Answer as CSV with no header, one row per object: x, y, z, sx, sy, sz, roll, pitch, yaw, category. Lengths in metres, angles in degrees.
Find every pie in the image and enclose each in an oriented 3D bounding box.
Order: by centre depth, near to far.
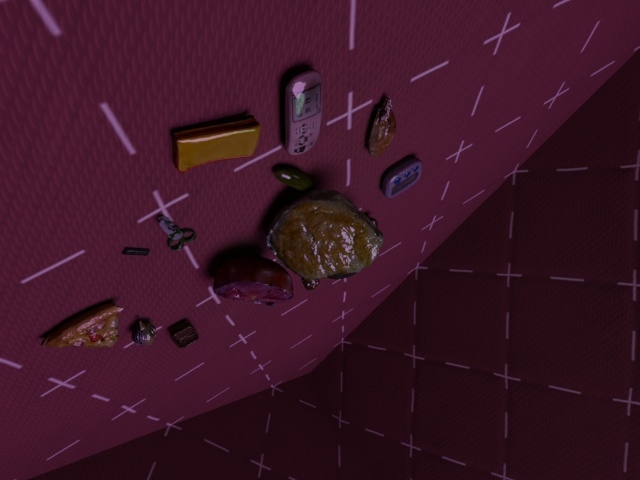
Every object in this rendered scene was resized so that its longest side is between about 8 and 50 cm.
0.010,-0.018,1.778,0.418,0.395,0.180,-28,-155,30,pie

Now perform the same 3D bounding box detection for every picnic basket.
-0.626,0.428,2.094,0.110,0.055,0.193,-29,154,-18,picnic basket

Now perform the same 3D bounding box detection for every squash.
-0.080,-0.218,1.658,0.069,0.069,0.258,-44,155,15,squash

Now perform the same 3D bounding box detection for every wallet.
-0.296,-0.274,1.290,0.241,0.067,0.141,-18,155,-26,wallet

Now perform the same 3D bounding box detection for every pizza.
-0.807,0.337,1.671,0.279,0.075,0.288,-32,155,-7,pizza

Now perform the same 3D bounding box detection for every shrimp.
0.240,-0.430,1.723,0.154,0.062,0.294,-42,161,-19,shrimp

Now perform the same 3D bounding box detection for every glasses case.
-0.057,-0.380,1.389,0.122,0.075,0.314,-30,155,-21,glasses case

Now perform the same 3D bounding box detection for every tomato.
-0.256,0.143,1.853,0.334,0.176,0.289,10,159,-15,tomato

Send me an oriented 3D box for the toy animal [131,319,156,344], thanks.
-0.719,0.367,1.832,0.098,0.098,0.137,-33,138,-8,toy animal

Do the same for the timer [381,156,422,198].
0.375,-0.292,2.122,0.208,0.069,0.191,-33,155,-11,timer

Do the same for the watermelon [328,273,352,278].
0.098,0.012,2.041,0.278,0.279,0.359,-11,140,-44,watermelon

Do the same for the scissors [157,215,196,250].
-0.485,-0.028,1.506,0.101,0.027,0.204,-37,158,-7,scissors

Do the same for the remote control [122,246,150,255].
-0.599,0.039,1.490,0.034,0.016,0.091,-51,153,19,remote control

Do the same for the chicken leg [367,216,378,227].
0.145,-0.032,2.277,0.304,0.093,0.113,-27,137,-3,chicken leg
